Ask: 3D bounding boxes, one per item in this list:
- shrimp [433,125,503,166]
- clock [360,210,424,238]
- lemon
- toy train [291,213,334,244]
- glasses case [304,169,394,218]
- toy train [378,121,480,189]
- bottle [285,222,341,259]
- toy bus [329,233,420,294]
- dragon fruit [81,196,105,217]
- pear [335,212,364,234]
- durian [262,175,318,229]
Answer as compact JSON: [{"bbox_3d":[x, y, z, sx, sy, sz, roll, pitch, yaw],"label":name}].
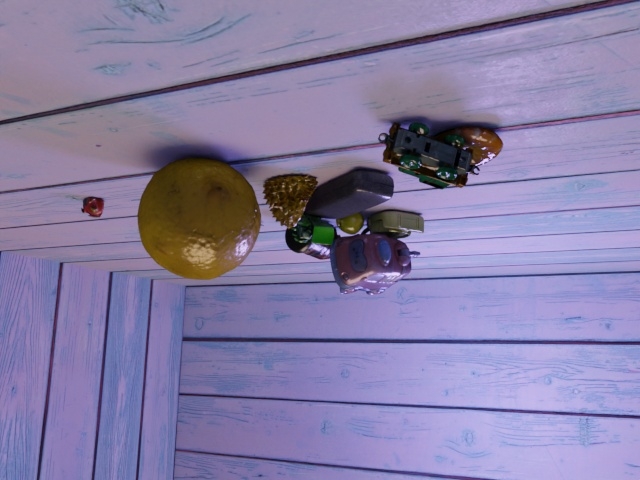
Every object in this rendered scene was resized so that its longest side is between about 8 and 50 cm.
[{"bbox_3d":[0.307,-0.196,1.265,0.150,0.067,0.248,16,161,-9],"label":"shrimp"},{"bbox_3d":[0.245,-0.047,1.989,0.170,0.069,0.232,7,168,-27],"label":"clock"},{"bbox_3d":[-0.309,-0.054,1.426,0.337,0.335,0.336,1,169,0],"label":"lemon"},{"bbox_3d":[-0.038,-0.052,1.767,0.119,0.084,0.251,5,-162,-13],"label":"toy train"},{"bbox_3d":[0.072,-0.125,1.596,0.131,0.074,0.323,6,168,-29],"label":"glasses case"},{"bbox_3d":[0.224,-0.173,1.184,0.228,0.091,0.136,17,165,-5],"label":"toy train"},{"bbox_3d":[0.000,0.000,2.079,0.156,0.143,0.271,25,-177,37],"label":"bottle"},{"bbox_3d":[0.190,0.069,1.967,0.294,0.197,0.232,10,155,-42],"label":"toy bus"},{"bbox_3d":[-0.740,-0.105,1.811,0.056,0.060,0.083,7,170,-43],"label":"dragon fruit"},{"bbox_3d":[0.100,-0.061,1.896,0.097,0.092,0.092,1,169,-5],"label":"pear"},{"bbox_3d":[-0.089,-0.124,1.599,0.132,0.165,0.182,-36,-147,-24],"label":"durian"}]
